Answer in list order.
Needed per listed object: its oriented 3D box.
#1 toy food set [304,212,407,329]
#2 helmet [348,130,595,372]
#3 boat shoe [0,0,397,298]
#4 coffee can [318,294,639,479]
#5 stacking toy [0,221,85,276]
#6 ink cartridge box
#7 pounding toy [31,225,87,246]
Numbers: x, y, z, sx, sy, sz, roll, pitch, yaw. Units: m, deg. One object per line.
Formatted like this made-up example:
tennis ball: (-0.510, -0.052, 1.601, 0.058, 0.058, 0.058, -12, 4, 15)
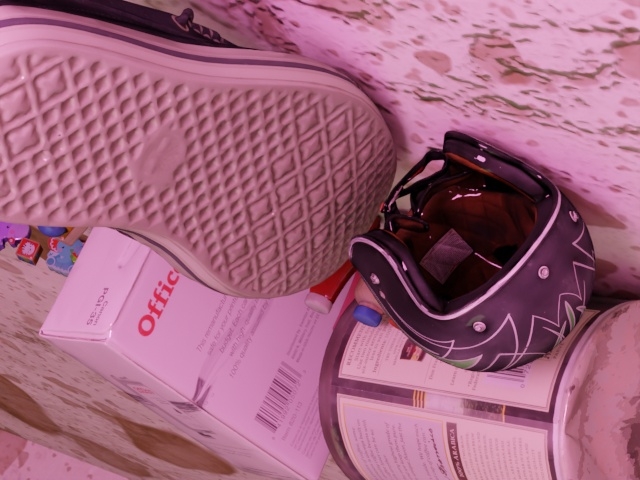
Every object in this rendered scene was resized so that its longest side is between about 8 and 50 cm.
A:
toy food set: (0.000, 0.000, 1.479, 0.232, 0.104, 0.111, 22, 162, 10)
helmet: (0.119, 0.017, 1.282, 0.161, 0.169, 0.169, 38, 165, 16)
boat shoe: (-0.116, -0.077, 1.211, 0.156, 0.187, 0.500, 38, -165, 34)
coffee can: (0.163, 0.138, 1.490, 0.275, 0.201, 0.201, 5, 153, 47)
stacking toy: (-0.323, 0.003, 2.019, 0.221, 0.052, 0.167, 21, 163, 7)
ink cartridge box: (-0.089, 0.068, 1.625, 0.117, 0.207, 0.283, 1, 149, 49)
pounding toy: (-0.279, -0.054, 1.707, 0.130, 0.100, 0.141, 29, 162, -11)
